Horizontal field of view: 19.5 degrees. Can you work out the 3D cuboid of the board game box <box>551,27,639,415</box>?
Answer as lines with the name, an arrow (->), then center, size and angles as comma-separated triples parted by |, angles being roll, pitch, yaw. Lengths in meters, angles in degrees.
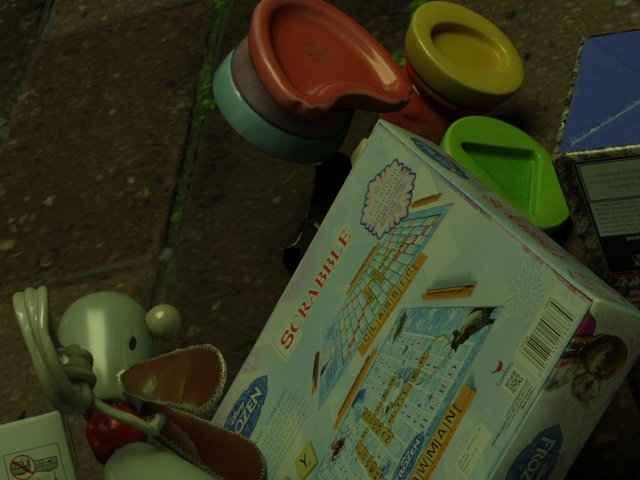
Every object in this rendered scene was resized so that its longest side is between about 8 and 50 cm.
board game box -> 0.320, -0.006, 1.319 | 0.232, 0.291, 0.141 | -5, 40, 23

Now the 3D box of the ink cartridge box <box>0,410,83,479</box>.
ink cartridge box -> -0.338, 0.242, 1.380 | 0.309, 0.130, 0.272 | -13, -12, -17

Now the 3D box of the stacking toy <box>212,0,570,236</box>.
stacking toy -> 0.061, -0.081, 1.669 | 0.309, 0.130, 0.279 | 2, 50, -36

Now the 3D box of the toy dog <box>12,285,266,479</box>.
toy dog -> -0.076, 0.162, 1.298 | 0.161, 0.220, 0.333 | -21, 76, -2

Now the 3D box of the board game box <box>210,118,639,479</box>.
board game box -> 0.059, 0.114, 1.358 | 0.318, 0.066, 0.318 | -60, 35, 12

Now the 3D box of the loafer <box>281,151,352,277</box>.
loafer -> 0.000, 0.000, 1.682 | 0.078, 0.080, 0.220 | -14, 36, 13
